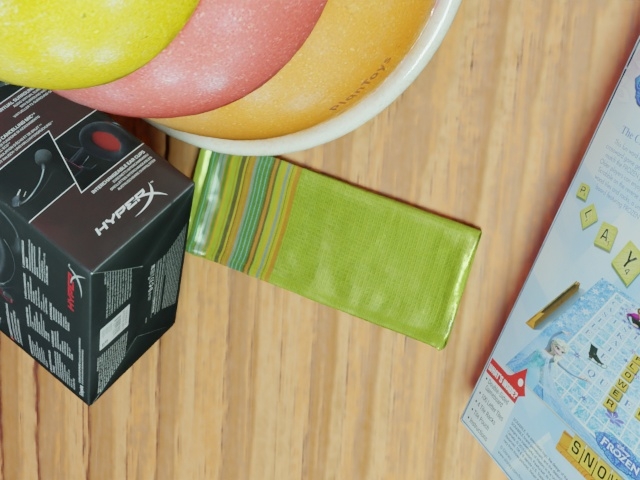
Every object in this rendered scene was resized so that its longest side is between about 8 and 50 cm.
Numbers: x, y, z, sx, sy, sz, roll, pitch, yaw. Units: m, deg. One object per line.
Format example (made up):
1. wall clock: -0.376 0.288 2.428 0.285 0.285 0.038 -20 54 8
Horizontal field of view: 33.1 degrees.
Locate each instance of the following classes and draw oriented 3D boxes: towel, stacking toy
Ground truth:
1. towel: 0.000 0.000 0.836 0.237 0.021 0.102 20 110 18
2. stacking toy: -0.130 -0.196 0.593 0.350 0.480 0.351 5 103 22

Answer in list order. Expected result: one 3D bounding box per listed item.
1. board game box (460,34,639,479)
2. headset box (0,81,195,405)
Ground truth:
1. board game box: 0.240 0.071 0.619 0.319 0.065 0.318 51 126 52
2. headset box: -0.248 -0.038 0.833 0.293 0.110 0.218 37 148 12
